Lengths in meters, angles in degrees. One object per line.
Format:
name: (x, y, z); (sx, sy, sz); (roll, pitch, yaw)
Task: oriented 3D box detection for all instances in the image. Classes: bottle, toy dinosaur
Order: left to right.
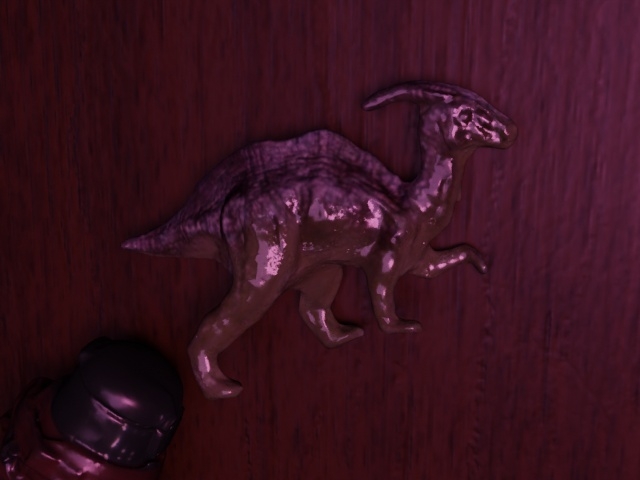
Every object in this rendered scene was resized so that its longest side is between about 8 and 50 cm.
bottle: (-0.199, 0.200, 0.684); (0.156, 0.143, 0.271); (37, 108, 5)
toy dinosaur: (0.002, -0.001, 0.621); (0.294, 0.077, 0.162); (-21, 92, 4)
